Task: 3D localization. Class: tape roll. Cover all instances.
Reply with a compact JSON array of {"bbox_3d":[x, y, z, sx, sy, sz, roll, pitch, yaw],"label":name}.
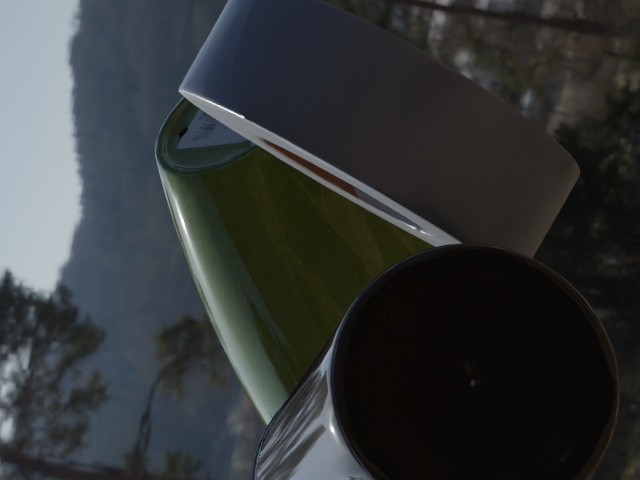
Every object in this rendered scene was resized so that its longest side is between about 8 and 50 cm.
[{"bbox_3d":[0.032,-0.059,0.693,0.072,0.219,0.219,-61,7,-1],"label":"tape roll"}]

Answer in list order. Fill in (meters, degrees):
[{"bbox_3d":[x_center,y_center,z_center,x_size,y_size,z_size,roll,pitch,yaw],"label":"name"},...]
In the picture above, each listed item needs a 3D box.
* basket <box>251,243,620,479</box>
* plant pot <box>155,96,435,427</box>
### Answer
[{"bbox_3d":[0.065,0.098,0.639,0.227,0.204,0.154,98,160,-70],"label":"basket"},{"bbox_3d":[0.000,0.000,1.003,0.293,0.275,0.275,54,-154,-36],"label":"plant pot"}]
